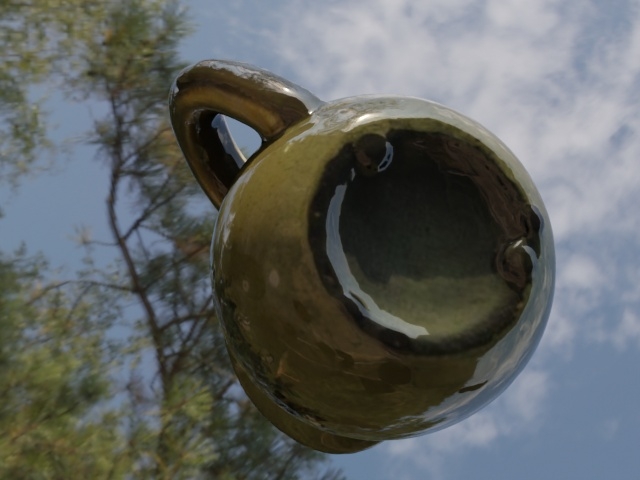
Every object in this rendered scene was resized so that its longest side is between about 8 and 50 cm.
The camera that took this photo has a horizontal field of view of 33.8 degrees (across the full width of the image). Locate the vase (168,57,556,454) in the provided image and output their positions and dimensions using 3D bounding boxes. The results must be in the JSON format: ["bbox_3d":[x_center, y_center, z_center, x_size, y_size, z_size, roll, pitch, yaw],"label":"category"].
[{"bbox_3d":[0.000,0.000,0.798,0.241,0.302,0.329,-39,-92,-21],"label":"vase"}]
